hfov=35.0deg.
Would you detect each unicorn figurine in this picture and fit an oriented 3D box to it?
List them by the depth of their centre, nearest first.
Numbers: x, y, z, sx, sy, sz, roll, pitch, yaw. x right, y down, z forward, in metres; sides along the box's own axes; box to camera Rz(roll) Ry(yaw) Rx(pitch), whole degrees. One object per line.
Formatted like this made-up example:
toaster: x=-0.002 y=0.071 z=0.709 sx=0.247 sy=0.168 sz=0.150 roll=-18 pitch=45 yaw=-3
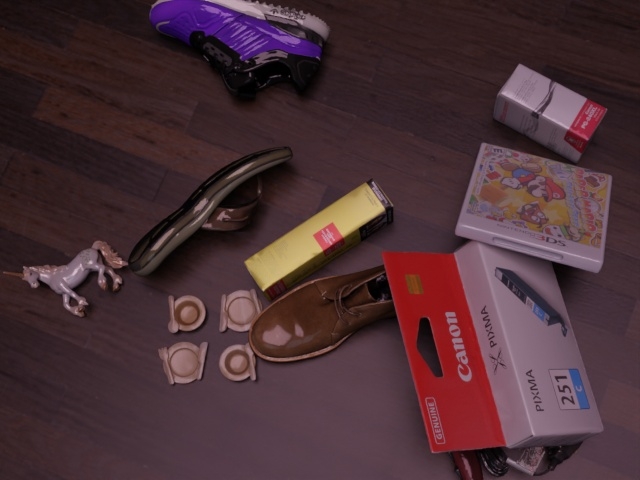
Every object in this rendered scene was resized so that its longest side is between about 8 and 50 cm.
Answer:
unicorn figurine: x=-0.384 y=0.058 z=1.566 sx=0.162 sy=0.060 sz=0.111 roll=-34 pitch=74 yaw=-21

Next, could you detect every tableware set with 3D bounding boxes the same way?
tableware set: x=-0.164 y=0.146 z=1.540 sx=0.168 sy=0.020 sz=0.141 roll=-3 pitch=75 yaw=3

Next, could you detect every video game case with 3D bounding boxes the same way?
video game case: x=0.316 y=-0.054 z=1.484 sx=0.206 sy=0.026 sz=0.227 roll=16 pitch=39 yaw=8

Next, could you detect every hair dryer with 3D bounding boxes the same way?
hair dryer: x=0.217 y=0.343 z=1.437 sx=0.223 sy=0.080 sz=0.293 roll=27 pitch=65 yaw=14

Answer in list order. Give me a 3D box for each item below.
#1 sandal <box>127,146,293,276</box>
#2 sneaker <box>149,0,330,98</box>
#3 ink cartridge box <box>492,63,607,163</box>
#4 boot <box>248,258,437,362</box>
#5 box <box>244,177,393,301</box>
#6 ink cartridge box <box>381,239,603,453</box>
sandal: x=-0.160 y=-0.041 z=1.555 sx=0.303 sy=0.120 sz=0.086 roll=-41 pitch=104 yaw=-5
sneaker: x=-0.141 y=-0.303 z=1.612 sx=0.293 sy=0.102 sz=0.146 roll=11 pitch=77 yaw=7
ink cartridge box: x=0.345 y=-0.192 z=1.541 sx=0.150 sy=0.109 sz=0.063 roll=31 pitch=81 yaw=11
boot: x=0.033 y=0.091 z=1.491 sx=0.305 sy=0.115 sz=0.112 roll=-21 pitch=77 yaw=0
box: x=0.000 y=0.000 z=1.531 sx=0.232 sy=0.087 sz=0.058 roll=-32 pitch=76 yaw=-5
ink cartridge box: x=0.237 y=0.137 z=1.399 sx=0.261 sy=0.066 sz=0.296 roll=3 pitch=62 yaw=-32
